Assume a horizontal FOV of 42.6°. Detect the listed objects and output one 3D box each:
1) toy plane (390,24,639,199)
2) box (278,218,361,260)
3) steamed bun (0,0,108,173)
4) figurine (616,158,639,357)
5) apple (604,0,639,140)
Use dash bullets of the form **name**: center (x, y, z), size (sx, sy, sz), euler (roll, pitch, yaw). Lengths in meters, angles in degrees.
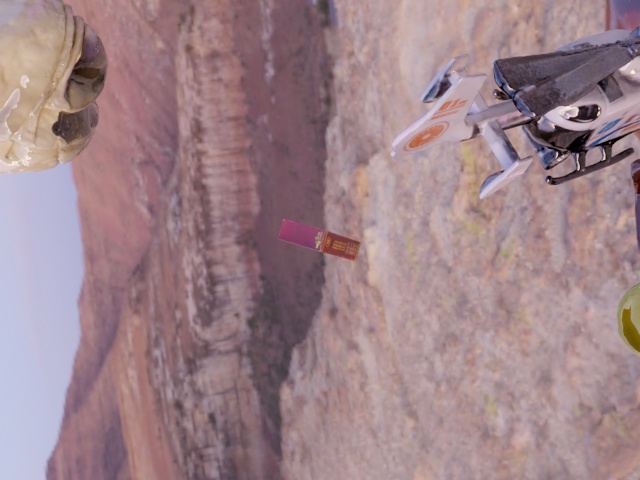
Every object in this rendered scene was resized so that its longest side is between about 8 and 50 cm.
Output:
- **toy plane**: center (0.102, -0.061, 0.336), size (0.053, 0.197, 0.078), euler (63, 146, 14)
- **box**: center (0.000, 0.000, 0.836), size (0.082, 0.051, 0.023), euler (17, -92, -61)
- **steamed bun**: center (-0.426, -0.233, 1.231), size (0.320, 0.206, 0.275), euler (-155, 69, -83)
- **figurine**: center (0.347, 0.002, 0.633), size (0.283, 0.338, 0.204), euler (34, 137, 39)
- **apple**: center (0.303, -0.164, 0.565), size (0.230, 0.230, 0.230), euler (171, 90, -80)
